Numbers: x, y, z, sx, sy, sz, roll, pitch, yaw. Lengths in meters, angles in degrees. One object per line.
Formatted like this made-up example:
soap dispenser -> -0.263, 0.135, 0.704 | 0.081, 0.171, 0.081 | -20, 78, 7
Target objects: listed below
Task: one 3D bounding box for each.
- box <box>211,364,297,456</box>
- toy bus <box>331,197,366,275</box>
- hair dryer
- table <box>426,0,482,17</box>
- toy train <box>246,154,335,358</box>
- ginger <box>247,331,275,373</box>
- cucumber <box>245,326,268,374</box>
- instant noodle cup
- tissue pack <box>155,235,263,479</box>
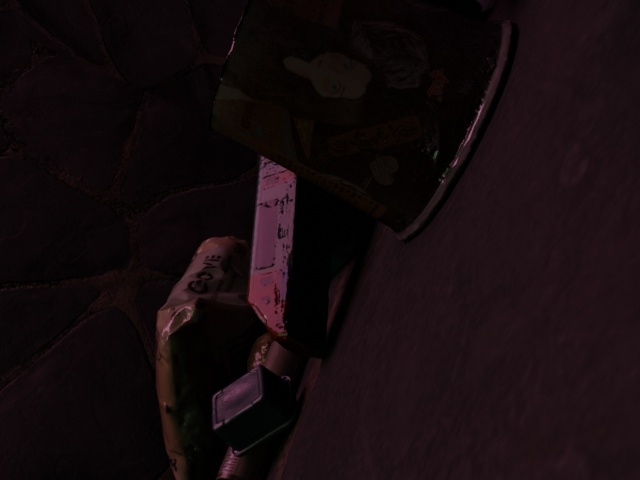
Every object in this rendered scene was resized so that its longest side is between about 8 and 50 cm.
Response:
box -> -0.081, 0.195, 0.750 | 0.099, 0.054, 0.074 | -35, 30, 14
toy bus -> 0.000, 0.000, 0.970 | 0.262, 0.091, 0.109 | 122, 165, -72
hair dryer -> -0.088, 0.266, 0.883 | 0.220, 0.053, 0.195 | 109, -177, -54
table -> 0.065, -0.186, 0.746 | 0.167, 0.167, 0.227 | -85, 15, -77
toy train -> -0.035, -0.052, 0.811 | 0.089, 0.086, 0.409 | -13, 60, 30
ginger -> -0.078, 0.177, 1.031 | 0.165, 0.067, 0.096 | -73, -13, -59
cucumber -> -0.084, 0.179, 1.144 | 0.067, 0.067, 0.245 | 135, 158, -78
instant noodle cup -> 0.028, -0.136, 0.574 | 0.217, 0.207, 0.217 | -157, 90, -85
tissue pack -> -0.199, 0.213, 1.199 | 0.375, 0.195, 0.390 | -83, -4, -66
